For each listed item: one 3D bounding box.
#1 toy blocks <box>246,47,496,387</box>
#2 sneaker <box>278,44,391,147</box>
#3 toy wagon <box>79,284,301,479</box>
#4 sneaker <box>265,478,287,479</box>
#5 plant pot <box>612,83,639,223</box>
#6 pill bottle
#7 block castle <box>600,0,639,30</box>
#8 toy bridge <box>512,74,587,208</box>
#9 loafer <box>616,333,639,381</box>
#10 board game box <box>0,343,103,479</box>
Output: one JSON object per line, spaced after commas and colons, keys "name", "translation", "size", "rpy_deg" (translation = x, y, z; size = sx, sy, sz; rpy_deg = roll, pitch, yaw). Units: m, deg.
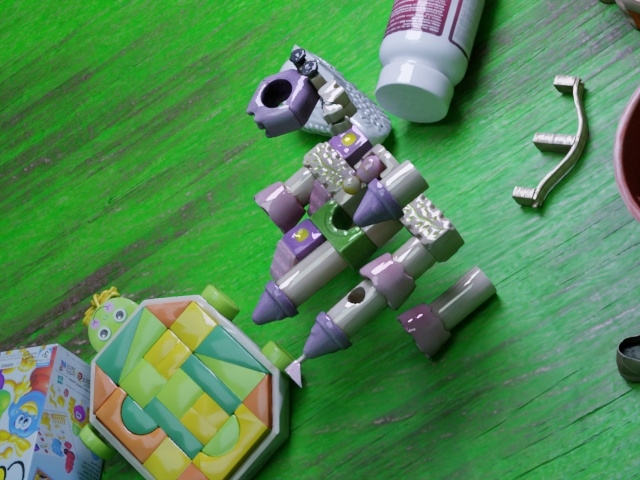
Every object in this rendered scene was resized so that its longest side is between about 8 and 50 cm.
{"name": "toy blocks", "translation": [0.000, 0.000, 1.893], "size": [0.260, 0.309, 0.288], "rpy_deg": [-39, 47, -1]}
{"name": "sneaker", "translation": [0.013, -0.180, 2.166], "size": [0.095, 0.090, 0.235], "rpy_deg": [-54, 43, 11]}
{"name": "toy wagon", "translation": [-0.200, 0.183, 2.023], "size": [0.344, 0.068, 0.267], "rpy_deg": [41, 91, 24]}
{"name": "sneaker", "translation": [-0.024, 0.355, 1.836], "size": [0.227, 0.087, 0.130], "rpy_deg": [1, 56, 28]}
{"name": "plant pot", "translation": [0.481, -0.048, 1.632], "size": [0.272, 0.265, 0.272], "rpy_deg": [-16, 55, 24]}
{"name": "pill bottle", "translation": [0.148, -0.278, 2.099], "size": [0.121, 0.121, 0.221], "rpy_deg": [1, 63, 34]}
{"name": "block castle", "translation": [0.510, -0.396, 1.870], "size": [0.453, 0.213, 0.303], "rpy_deg": [30, 81, 42]}
{"name": "toy bridge", "translation": [0.300, -0.122, 1.963], "size": [0.063, 0.026, 0.188], "rpy_deg": [8, 67, 36]}
{"name": "loafer", "translation": [0.395, 0.123, 1.726], "size": [0.148, 0.050, 0.056], "rpy_deg": [-17, 54, 25]}
{"name": "board game box", "translation": [-0.389, 0.298, 2.078], "size": [0.142, 0.144, 0.275], "rpy_deg": [-10, 56, 29]}
